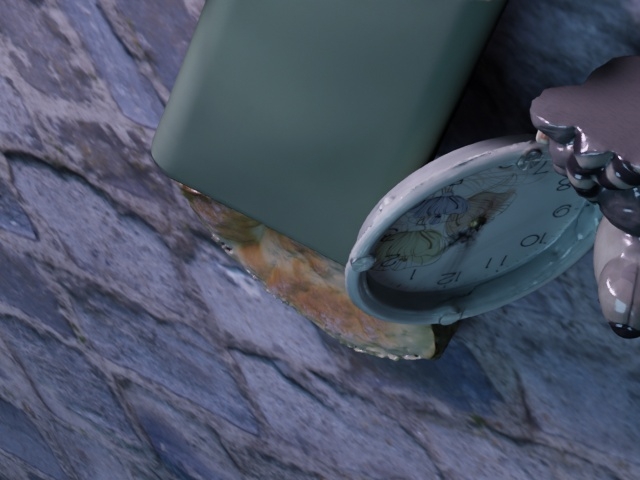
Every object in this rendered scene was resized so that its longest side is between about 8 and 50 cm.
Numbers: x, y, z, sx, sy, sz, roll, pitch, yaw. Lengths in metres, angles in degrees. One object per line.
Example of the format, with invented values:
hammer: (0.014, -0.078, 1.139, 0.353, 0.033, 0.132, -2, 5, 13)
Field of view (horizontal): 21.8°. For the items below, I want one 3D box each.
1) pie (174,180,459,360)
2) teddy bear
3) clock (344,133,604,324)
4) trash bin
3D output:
pie: (0.000, 0.000, 1.605, 0.337, 0.075, 0.337, 32, 156, 16)
teddy bear: (0.263, -0.006, 1.208, 0.171, 0.144, 0.251, 5, 133, 33)
clock: (0.126, -0.016, 1.326, 0.236, 0.236, 0.053, 104, 150, -55)
trash bin: (0.016, -0.153, 1.300, 0.223, 0.158, 0.343, 27, 147, 1)
